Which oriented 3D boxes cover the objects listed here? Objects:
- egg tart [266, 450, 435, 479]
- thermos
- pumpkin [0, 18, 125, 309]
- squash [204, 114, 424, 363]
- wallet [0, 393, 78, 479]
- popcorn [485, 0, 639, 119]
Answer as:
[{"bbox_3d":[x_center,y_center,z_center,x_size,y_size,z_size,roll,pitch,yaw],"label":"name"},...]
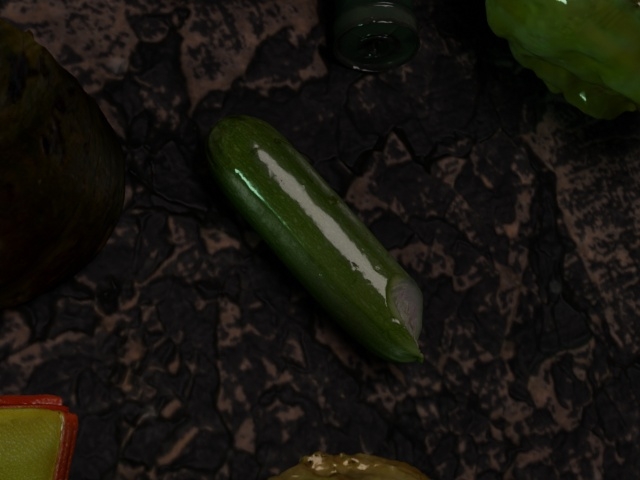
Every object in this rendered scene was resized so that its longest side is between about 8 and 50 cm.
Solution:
[{"bbox_3d":[0.022,0.260,0.841,0.241,0.106,0.241,10,64,-21],"label":"egg tart"},{"bbox_3d":[0.040,-0.241,1.115,0.073,0.083,0.188,25,53,-42],"label":"thermos"},{"bbox_3d":[-0.239,-0.045,0.800,0.312,0.169,0.148,-1,66,-29],"label":"pumpkin"},{"bbox_3d":[0.000,0.000,0.974,0.239,0.069,0.069,49,54,1],"label":"squash"},{"bbox_3d":[-0.213,0.196,0.706,0.141,0.067,0.241,3,103,-32],"label":"wallet"},{"bbox_3d":[0.266,-0.230,1.112,0.286,0.252,0.215,31,26,-16],"label":"popcorn"}]
